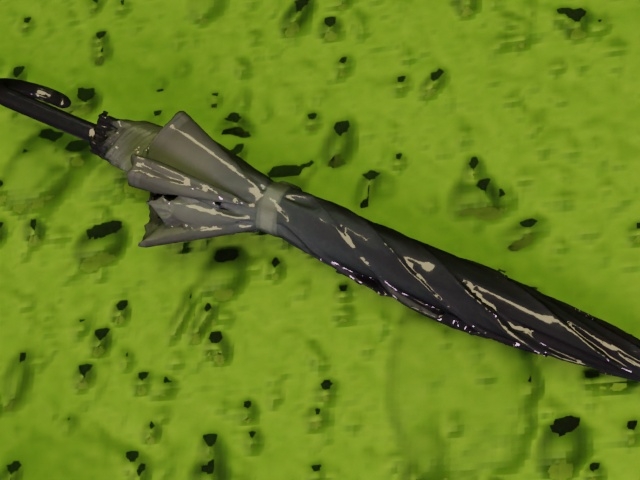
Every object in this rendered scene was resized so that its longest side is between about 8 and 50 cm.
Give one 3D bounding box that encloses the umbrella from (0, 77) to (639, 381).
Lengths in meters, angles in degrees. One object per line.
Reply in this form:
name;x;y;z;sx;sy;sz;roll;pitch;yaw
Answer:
umbrella;-0.003;0.000;0.569;0.269;0.044;0.044;24;106;28
